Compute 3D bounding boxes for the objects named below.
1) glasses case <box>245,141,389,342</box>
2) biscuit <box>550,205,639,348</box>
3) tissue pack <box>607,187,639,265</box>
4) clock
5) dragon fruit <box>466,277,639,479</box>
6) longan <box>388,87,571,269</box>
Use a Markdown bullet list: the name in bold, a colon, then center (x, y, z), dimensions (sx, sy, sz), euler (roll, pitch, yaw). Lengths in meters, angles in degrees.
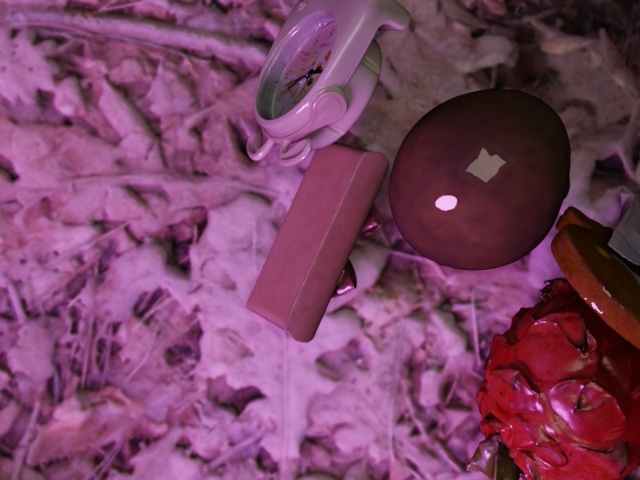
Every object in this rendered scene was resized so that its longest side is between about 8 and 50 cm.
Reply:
- **glasses case**: center (0.000, 0.000, 1.105), dimensions (0.070, 0.102, 0.193), euler (25, 88, -38)
- **biscuit**: center (0.282, 0.039, 1.044), dimensions (0.039, 0.236, 0.180), euler (-45, 76, 22)
- **tissue pack**: center (0.332, 0.012, 1.083), dimensions (0.123, 0.193, 0.026), euler (40, 112, 3)
- **clock**: center (-0.003, -0.156, 1.094), dimensions (0.062, 0.151, 0.191), euler (30, 84, -31)
- **dragon fruit**: center (0.232, 0.143, 1.049), dimensions (0.172, 0.172, 0.209), euler (24, 87, -1)
- **longan**: center (0.163, -0.058, 1.077), dimensions (0.204, 0.185, 0.159), euler (0, 46, -37)
